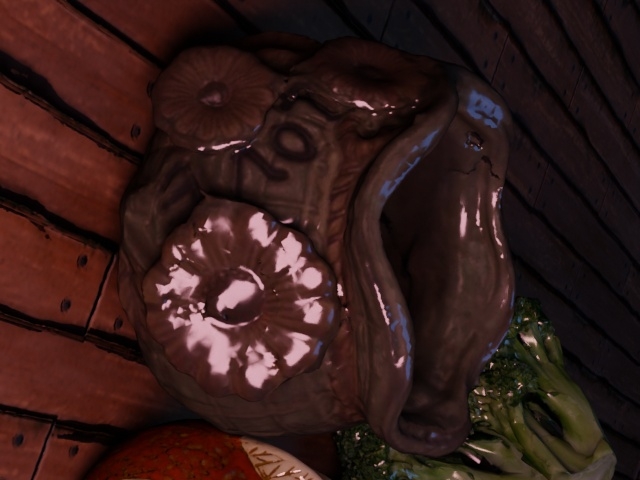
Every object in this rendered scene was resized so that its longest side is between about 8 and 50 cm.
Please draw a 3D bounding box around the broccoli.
[{"bbox_3d":[0.147,0.193,1.751,0.307,0.275,0.308,-19,123,-33],"label":"broccoli"}]

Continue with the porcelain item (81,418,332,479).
[{"bbox_3d":[-0.072,0.259,1.283,0.253,0.253,0.253,-51,150,-44],"label":"porcelain item"}]

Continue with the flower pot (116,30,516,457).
[{"bbox_3d":[0.000,0.000,1.237,0.302,0.213,0.302,5,90,-67],"label":"flower pot"}]
